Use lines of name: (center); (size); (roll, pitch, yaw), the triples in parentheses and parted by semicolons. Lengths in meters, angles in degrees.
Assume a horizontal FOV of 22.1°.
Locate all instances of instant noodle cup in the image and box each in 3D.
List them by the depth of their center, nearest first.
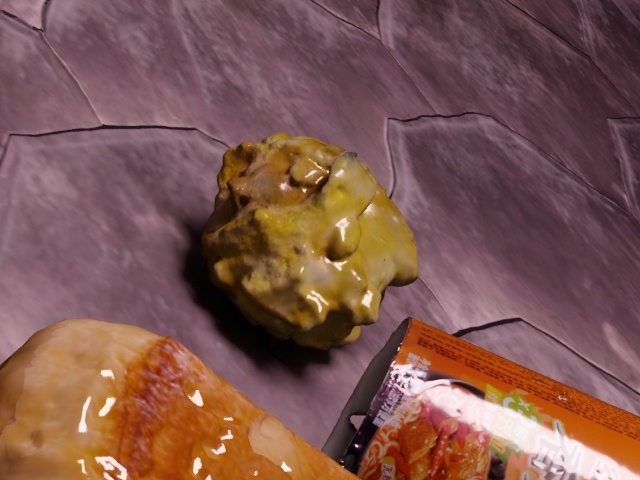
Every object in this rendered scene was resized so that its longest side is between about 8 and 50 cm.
instant noodle cup: (0.090, 0.166, 1.032); (0.182, 0.230, 0.230); (32, 29, -1)

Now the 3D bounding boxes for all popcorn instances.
popcorn: (-0.008, 0.008, 1.215); (0.173, 0.142, 0.173); (58, 11, -18)

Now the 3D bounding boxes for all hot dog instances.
hot dog: (-0.040, 0.224, 0.770); (0.405, 0.223, 0.185); (40, 29, -24)
